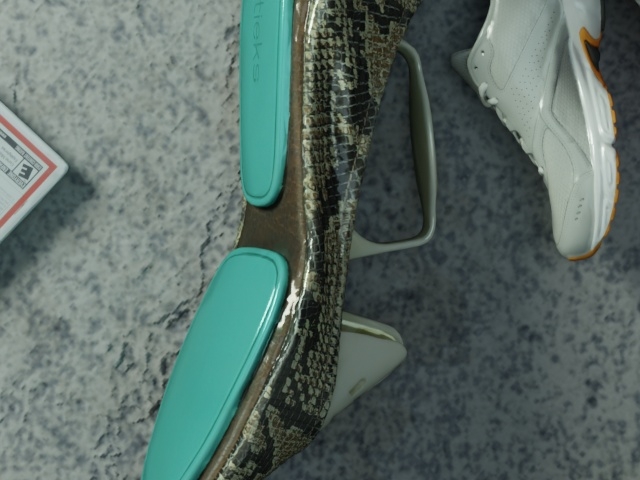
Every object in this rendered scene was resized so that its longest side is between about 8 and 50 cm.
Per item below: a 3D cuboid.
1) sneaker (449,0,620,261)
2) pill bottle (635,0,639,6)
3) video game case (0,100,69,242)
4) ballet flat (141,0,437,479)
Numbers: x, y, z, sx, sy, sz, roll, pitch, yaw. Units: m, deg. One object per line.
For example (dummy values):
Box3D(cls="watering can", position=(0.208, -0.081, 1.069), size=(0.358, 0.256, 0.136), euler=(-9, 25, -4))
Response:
Box3D(cls="sneaker", position=(0.164, -0.112, 1.499), size=(0.121, 0.099, 0.262), euler=(-6, 86, 1))
Box3D(cls="pill bottle", position=(0.340, -0.227, 1.416), size=(0.229, 0.229, 0.407), euler=(-38, 97, -4))
Box3D(cls="video game case", position=(-0.362, -0.021, 1.463), size=(0.204, 0.025, 0.285), euler=(43, 87, -8))
Box3D(cls="ballet flat", position=(0.000, 0.000, 1.456), size=(0.182, 0.164, 0.482), euler=(12, 90, -23))
